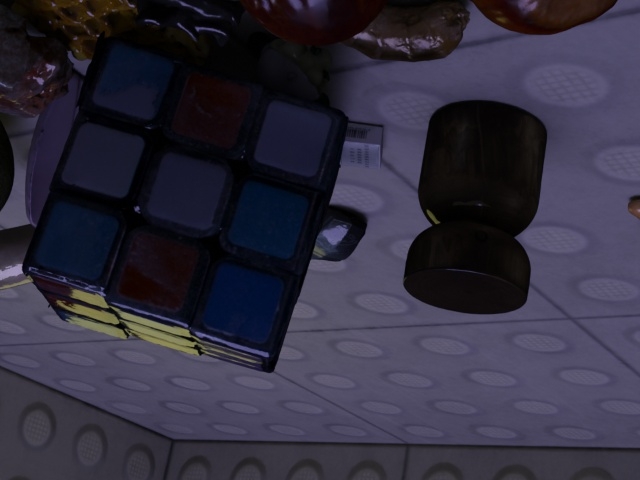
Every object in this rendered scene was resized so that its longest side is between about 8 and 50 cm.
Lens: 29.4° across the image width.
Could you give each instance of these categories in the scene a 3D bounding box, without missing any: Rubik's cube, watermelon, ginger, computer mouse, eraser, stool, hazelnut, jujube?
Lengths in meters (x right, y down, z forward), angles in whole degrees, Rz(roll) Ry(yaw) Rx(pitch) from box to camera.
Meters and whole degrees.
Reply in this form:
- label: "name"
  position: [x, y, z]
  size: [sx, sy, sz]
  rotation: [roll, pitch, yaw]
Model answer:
- label: "Rubik's cube"
  position: [-0.173, -0.028, 1.693]
  size: [0.359, 0.363, 0.362]
  rotation: [15, 166, -2]
- label: "watermelon"
  position: [-0.493, -0.253, 1.642]
  size: [0.302, 0.151, 0.264]
  rotation: [26, 169, -9]
- label: "ginger"
  position: [0.098, -0.266, 1.544]
  size: [0.190, 0.069, 0.095]
  rotation: [2, 135, 22]
- label: "computer mouse"
  position: [0.001, 0.003, 2.261]
  size: [0.126, 0.071, 0.231]
  rotation: [21, 157, -23]
- label: "eraser"
  position: [-0.392, -0.128, 1.935]
  size: [0.204, 0.243, 0.059]
  rotation: [31, -175, -41]
- label: "stool"
  position: [0.226, -0.045, 1.769]
  size: [0.179, 0.264, 0.179]
  rotation: [10, 158, 4]
- label: "hazelnut"
  position: [0.229, -0.306, 1.271]
  size: [0.182, 0.182, 0.182]
  rotation: [9, 159, 4]
- label: "jujube"
  position: [-0.031, -0.328, 1.316]
  size: [0.190, 0.190, 0.255]
  rotation: [-9, 145, 40]

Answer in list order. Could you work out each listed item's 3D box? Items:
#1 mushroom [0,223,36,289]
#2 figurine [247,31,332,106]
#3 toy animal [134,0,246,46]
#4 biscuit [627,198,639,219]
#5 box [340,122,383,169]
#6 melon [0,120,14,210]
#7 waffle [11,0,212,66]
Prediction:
- label: "mushroom"
  position: [-0.440, 0.015, 2.123]
  size: [0.336, 0.314, 0.314]
  rotation: [-19, 156, 0]
- label: "figurine"
  position: [-0.049, -0.226, 1.687]
  size: [0.147, 0.093, 0.197]
  rotation: [44, 165, -12]
- label: "toy animal"
  position: [-0.161, -0.329, 1.479]
  size: [0.146, 0.114, 0.245]
  rotation: [2, 136, 5]
- label: "biscuit"
  position: [0.619, -0.016, 1.976]
  size: [0.160, 0.030, 0.250]
  rotation: [-8, 152, 39]
- label: "box"
  position: [0.020, -0.153, 1.902]
  size: [0.154, 0.040, 0.084]
  rotation: [7, 159, 6]
- label: "melon"
  position: [-0.621, -0.136, 1.979]
  size: [0.238, 0.237, 0.301]
  rotation: [8, 155, 7]
- label: "waffle"
  position: [-0.279, -0.303, 1.640]
  size: [0.283, 0.065, 0.309]
  rotation: [14, 162, -3]
